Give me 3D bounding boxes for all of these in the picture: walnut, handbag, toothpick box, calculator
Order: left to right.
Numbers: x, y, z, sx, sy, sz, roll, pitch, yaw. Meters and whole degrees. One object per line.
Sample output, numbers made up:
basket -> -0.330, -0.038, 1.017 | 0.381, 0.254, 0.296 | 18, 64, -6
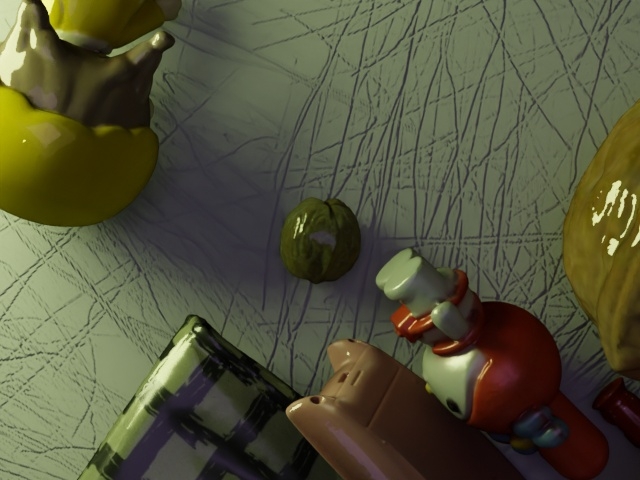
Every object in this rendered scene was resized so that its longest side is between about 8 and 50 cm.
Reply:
handbag -> -0.090, 0.292, 1.431 | 0.327, 0.162, 0.325 | 36, 90, -1
walnut -> 0.000, 0.000, 1.489 | 0.092, 0.092, 0.092 | 0, 86, 2
calculator -> 0.121, 0.230, 1.403 | 0.329, 0.220, 0.048 | 42, 114, -2
toothpick box -> 0.321, 0.181, 1.479 | 0.083, 0.047, 0.047 | 43, 88, 5
walnut -> 0.390, -0.005, 1.371 | 0.306, 0.306, 0.344 | 39, 84, 4

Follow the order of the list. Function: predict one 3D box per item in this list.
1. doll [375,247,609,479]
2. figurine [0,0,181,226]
doll -> 0.173, 0.127, 1.432 | 0.130, 0.161, 0.290 | -44, 105, -2
figurine -> -0.256, -0.185, 1.470 | 0.215, 0.187, 0.344 | 11, 79, -9
